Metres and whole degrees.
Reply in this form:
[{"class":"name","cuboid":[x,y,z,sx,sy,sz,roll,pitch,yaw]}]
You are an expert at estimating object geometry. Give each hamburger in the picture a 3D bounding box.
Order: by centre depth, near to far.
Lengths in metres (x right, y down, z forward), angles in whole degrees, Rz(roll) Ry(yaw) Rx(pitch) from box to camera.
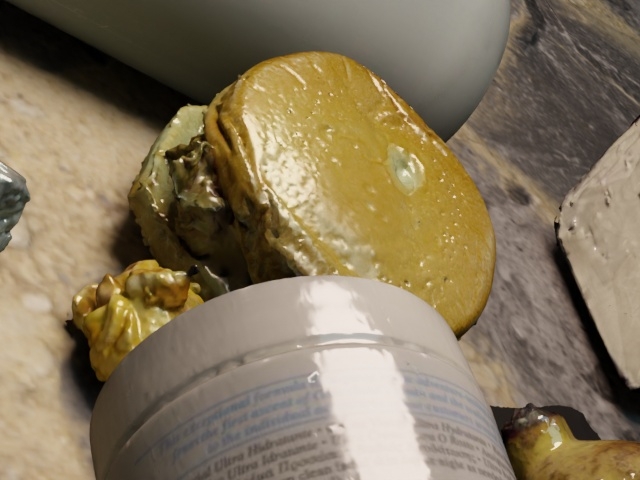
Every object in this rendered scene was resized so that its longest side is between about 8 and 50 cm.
[{"class":"hamburger","cuboid":[0.000,0.000,0.859,0.215,0.122,0.189,40,36,-11]}]

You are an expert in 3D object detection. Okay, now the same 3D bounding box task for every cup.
[{"class":"cup","cuboid":[-0.039,-0.182,0.964,0.312,0.205,0.205,27,33,-25]}]

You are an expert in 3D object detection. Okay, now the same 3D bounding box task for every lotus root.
[{"class":"lotus root","cuboid":[0.187,0.176,0.847,0.214,0.138,0.138,38,26,24]}]

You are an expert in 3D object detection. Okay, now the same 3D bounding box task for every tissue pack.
[{"class":"tissue pack","cuboid":[0.374,0.039,1.166,0.370,0.198,0.210,19,42,-34]}]

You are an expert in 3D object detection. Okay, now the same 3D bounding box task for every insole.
[{"class":"insole","cuboid":[0.126,0.128,0.952,0.188,0.004,0.064,2,48,-48]}]

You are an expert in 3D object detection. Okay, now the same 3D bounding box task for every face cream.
[{"class":"face cream","cuboid":[-0.001,0.127,0.630,0.177,0.177,0.153,19,37,-34]}]

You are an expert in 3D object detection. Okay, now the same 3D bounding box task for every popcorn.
[{"class":"popcorn","cuboid":[-0.079,0.040,0.754,0.084,0.084,0.084,29,32,-21]}]

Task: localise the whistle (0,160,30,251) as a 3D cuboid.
[{"class":"whistle","cuboid":[-0.195,-0.010,0.659,0.123,0.123,0.223,52,17,17]}]
